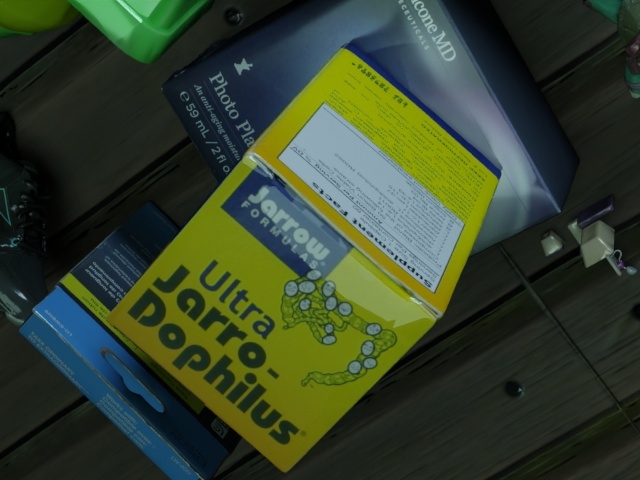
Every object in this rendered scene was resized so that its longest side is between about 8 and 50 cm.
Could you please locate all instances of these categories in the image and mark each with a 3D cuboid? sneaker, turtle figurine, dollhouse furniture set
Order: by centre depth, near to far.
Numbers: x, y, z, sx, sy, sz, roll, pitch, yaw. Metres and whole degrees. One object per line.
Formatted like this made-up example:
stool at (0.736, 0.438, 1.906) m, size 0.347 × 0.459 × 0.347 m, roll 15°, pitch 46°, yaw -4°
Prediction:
turtle figurine at (0.329, -0.214, 1.601) m, size 0.234 × 0.118 × 0.175 m, roll 44°, pitch 114°, yaw 3°
dollhouse furniture set at (0.276, 0.026, 1.696) m, size 0.091 × 0.114 × 0.081 m, roll -32°, pitch 103°, yaw 20°
sneaker at (-0.341, -0.025, 1.811) m, size 0.106 × 0.101 × 0.267 m, roll -32°, pitch 67°, yaw 7°

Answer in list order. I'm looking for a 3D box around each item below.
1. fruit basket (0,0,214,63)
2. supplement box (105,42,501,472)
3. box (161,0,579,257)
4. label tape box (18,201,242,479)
fruit basket at (-0.274, -0.315, 1.628) m, size 0.392 × 0.283 × 0.392 m, roll 5°, pitch 114°, yaw 11°
supplement box at (0.000, 0.000, 1.430) m, size 0.194 × 0.356 × 0.195 m, roll 41°, pitch 114°, yaw -3°
box at (0.054, -0.114, 1.670) m, size 0.294 × 0.183 × 0.296 m, roll -28°, pitch 100°, yaw 21°
label tape box at (-0.178, 0.123, 1.731) m, size 0.240 × 0.333 × 0.106 m, roll 45°, pitch 114°, yaw -3°
